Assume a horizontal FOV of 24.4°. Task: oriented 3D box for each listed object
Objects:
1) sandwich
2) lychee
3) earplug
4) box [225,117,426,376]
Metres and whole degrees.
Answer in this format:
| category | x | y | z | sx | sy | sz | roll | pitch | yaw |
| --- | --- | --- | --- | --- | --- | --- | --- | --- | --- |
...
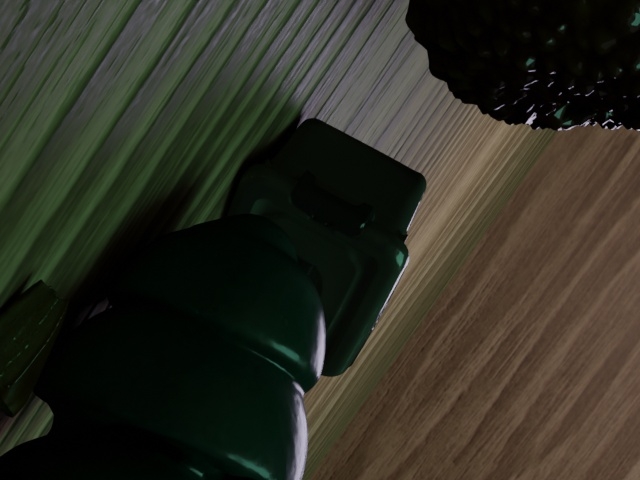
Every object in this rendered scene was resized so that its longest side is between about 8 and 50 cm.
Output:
| category | x | y | z | sx | sy | sz | roll | pitch | yaw |
| --- | --- | --- | --- | --- | --- | --- | --- | --- | --- |
| sandwich | -0.156 | 0.061 | 0.731 | 0.083 | 0.031 | 0.044 | -61 | 172 | 29 |
| lychee | 0.185 | -0.192 | 0.897 | 0.271 | 0.271 | 0.271 | -51 | 170 | -13 |
| earplug | -0.093 | 0.092 | 0.797 | 0.257 | 0.163 | 0.280 | 77 | 34 | -62 |
| box | 0.000 | 0.000 | 1.020 | 0.093 | 0.124 | 0.172 | -59 | 177 | -39 |
